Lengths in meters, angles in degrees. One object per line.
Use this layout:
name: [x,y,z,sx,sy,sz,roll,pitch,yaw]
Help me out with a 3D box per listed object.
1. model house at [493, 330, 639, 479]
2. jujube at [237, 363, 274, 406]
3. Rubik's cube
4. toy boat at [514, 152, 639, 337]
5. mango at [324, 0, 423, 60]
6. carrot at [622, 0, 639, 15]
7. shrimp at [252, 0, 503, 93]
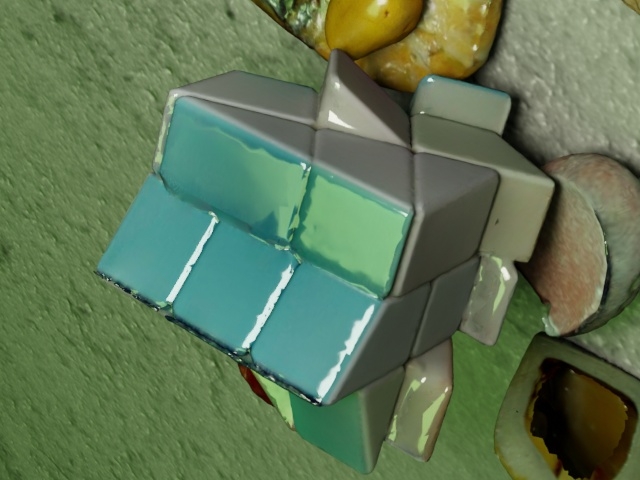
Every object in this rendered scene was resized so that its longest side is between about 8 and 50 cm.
model house: [0.261,0.270,1.759,0.173,0.268,0.239,11,132,20]
jujube: [-0.015,0.081,1.958,0.174,0.174,0.250,31,134,30]
Rubik's cube: [0.000,0.000,1.656,0.387,0.368,0.358,30,118,24]
toy boat: [0.254,-0.002,1.656,0.155,0.085,0.227,61,157,19]
mango: [0.045,-0.211,1.618,0.080,0.060,0.114,48,137,11]
carrot: [0.320,-0.199,1.396,0.263,0.102,0.102,23,136,45]
shrimp: [-0.010,-0.306,1.697,0.445,0.085,0.272,29,134,28]
